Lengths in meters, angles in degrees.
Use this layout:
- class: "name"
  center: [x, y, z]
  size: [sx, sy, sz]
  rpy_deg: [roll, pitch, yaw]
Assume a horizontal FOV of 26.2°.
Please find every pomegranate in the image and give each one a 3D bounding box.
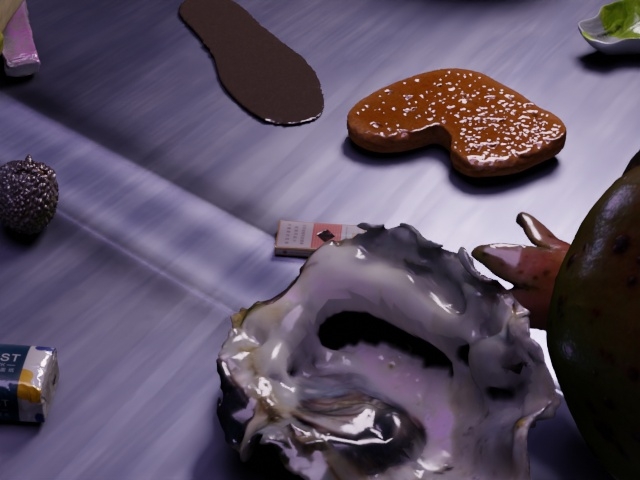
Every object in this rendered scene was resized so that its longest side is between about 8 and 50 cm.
- class: "pomegranate"
  center: [0.280, 0.073, 1.049]
  size: [0.323, 0.290, 0.291]
  rpy_deg: [-22, 13, 45]

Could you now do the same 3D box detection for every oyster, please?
- class: "oyster"
  center: [0.040, 0.111, 1.053]
  size: [0.238, 0.115, 0.351]
  rpy_deg: [-41, 38, -14]

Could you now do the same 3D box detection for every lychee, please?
- class: "lychee"
  center: [-0.276, -0.044, 1.296]
  size: [0.068, 0.067, 0.083]
  rpy_deg: [-15, 56, 21]

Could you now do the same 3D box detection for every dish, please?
- class: "dish"
  center: [0.364, -0.245, 1.649]
  size: [0.137, 0.039, 0.091]
  rpy_deg: [-20, 46, -27]

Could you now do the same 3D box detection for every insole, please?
- class: "insole"
  center: [-0.083, -0.216, 1.606]
  size: [0.111, 0.007, 0.328]
  rpy_deg: [-12, 38, -22]

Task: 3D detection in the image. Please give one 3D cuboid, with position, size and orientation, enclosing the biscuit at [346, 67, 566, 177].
- class: "biscuit"
  center: [0.139, -0.115, 1.453]
  size: [0.186, 0.036, 0.192]
  rpy_deg: [-26, 45, -30]

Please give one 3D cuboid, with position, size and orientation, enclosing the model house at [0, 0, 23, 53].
- class: "model house"
  center: [-0.446, -0.265, 1.525]
  size: [0.234, 0.174, 0.193]
  rpy_deg: [17, 43, 0]

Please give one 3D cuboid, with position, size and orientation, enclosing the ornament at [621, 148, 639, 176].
- class: "ornament"
  center: [0.429, -0.009, 1.282]
  size: [0.260, 0.106, 0.251]
  rpy_deg: [10, 42, -5]

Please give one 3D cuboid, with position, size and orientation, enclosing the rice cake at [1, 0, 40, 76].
- class: "rice cake"
  center: [-0.356, -0.247, 1.603]
  size: [0.047, 0.036, 0.206]
  rpy_deg: [-16, 38, -5]

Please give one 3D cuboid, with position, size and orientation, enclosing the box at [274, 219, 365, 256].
- class: "box"
  center: [0.000, 0.000, 1.301]
  size: [0.083, 0.012, 0.046]
  rpy_deg: [4, 35, 2]

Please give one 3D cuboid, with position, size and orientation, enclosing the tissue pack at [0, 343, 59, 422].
- class: "tissue pack"
  center: [-0.256, 0.112, 1.100]
  size: [0.083, 0.042, 0.062]
  rpy_deg: [3, 38, 2]
